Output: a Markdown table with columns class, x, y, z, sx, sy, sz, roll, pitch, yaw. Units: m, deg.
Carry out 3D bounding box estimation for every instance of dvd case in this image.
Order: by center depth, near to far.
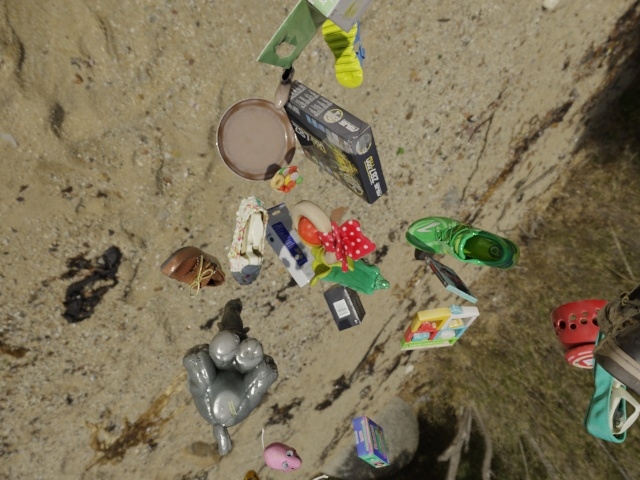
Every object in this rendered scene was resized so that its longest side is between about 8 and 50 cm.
| class | x | y | z | sx | sy | sz | roll | pitch | yaw |
| --- | --- | --- | --- | --- | --- | --- | --- | --- | --- |
| dvd case | 0.282 | 0.083 | 0.938 | 0.087 | 0.119 | 0.013 | 27 | 110 | -23 |

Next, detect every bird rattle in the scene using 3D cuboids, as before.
| class | x | y | z | sx | sy | sz | roll | pitch | yaw |
| --- | --- | --- | --- | --- | --- | --- | --- | --- | --- |
| bird rattle | 0.000 | 0.000 | 0.980 | 0.143 | 0.207 | 0.253 | -39 | 168 | -13 |

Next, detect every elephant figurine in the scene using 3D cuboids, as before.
| class | x | y | z | sx | sy | sz | roll | pitch | yaw |
| --- | --- | --- | --- | --- | --- | --- | --- | --- | --- |
| elephant figurine | -0.172 | 0.234 | 0.815 | 0.186 | 0.169 | 0.239 | -40 | -172 | -14 |

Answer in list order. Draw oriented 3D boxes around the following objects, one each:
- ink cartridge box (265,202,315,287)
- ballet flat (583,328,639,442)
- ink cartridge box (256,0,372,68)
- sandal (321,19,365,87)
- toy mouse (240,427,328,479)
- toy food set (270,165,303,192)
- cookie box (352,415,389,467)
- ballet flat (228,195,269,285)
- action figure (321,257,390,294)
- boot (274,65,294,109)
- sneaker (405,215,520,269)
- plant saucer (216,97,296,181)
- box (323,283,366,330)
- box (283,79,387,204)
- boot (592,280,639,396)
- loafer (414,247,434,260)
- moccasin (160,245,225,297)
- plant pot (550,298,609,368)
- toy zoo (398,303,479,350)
| class | x | y | z | sx | sy | sz | roll | pitch | yaw |
| --- | --- | --- | --- | --- | --- | --- | --- | --- | --- |
| ink cartridge box | -0.114 | 0.014 | 1.721 | 0.065 | 0.333 | 0.165 | -37 | 176 | 37 |
| ballet flat | 0.586 | 0.287 | 0.845 | 0.083 | 0.087 | 0.247 | -12 | 108 | -32 |
| ink cartridge box | 0.011 | -0.366 | 0.697 | 0.235 | 0.056 | 0.171 | -49 | 180 | 22 |
| sandal | 0.088 | -0.695 | 1.478 | 0.317 | 0.126 | 0.138 | 74 | 29 | -54 |
| toy mouse | -0.060 | 0.360 | 0.638 | 0.143 | 0.161 | 0.031 | -15 | 144 | 16 |
| toy food set | -0.085 | -0.154 | 1.085 | 0.082 | 0.020 | 0.083 | -43 | 146 | 5 |
| cookie box | 0.125 | 0.498 | 1.062 | 0.040 | 0.092 | 0.107 | -26 | 132 | 17 |
| ballet flat | -0.172 | 0.013 | 1.045 | 0.091 | 0.077 | 0.241 | -5 | 114 | -29 |
| action figure | 0.093 | 0.084 | 1.165 | 0.063 | 0.232 | 0.137 | 7 | 103 | -45 |
| boot | -0.105 | -0.442 | 1.224 | 0.087 | 0.042 | 0.118 | 164 | -57 | -84 |
| sneaker | 0.360 | -0.003 | 1.118 | 0.123 | 0.295 | 0.109 | 12 | 92 | -59 |
| plant saucer | -0.246 | -0.384 | 1.649 | 0.310 | 0.050 | 0.310 | -5 | 104 | -22 |
| box | 0.094 | 0.241 | 1.633 | 0.093 | 0.156 | 0.158 | -23 | 179 | 15 |
| box | 0.045 | -0.334 | 1.469 | 0.097 | 0.395 | 0.318 | -40 | 145 | -10 |
| boot | 0.562 | 0.068 | 0.652 | 0.377 | 0.138 | 0.284 | -6 | 128 | -49 |
| loafer | 0.440 | 0.005 | 1.645 | 0.220 | 0.078 | 0.080 | 121 | -23 | -52 |
| moccasin | -0.450 | 0.118 | 1.568 | 0.139 | 0.147 | 0.380 | -42 | 167 | -5 |
| plant pot | 0.855 | 0.302 | 1.371 | 0.191 | 0.191 | 0.174 | 96 | 0 | -55 |
| toy zoo | 0.376 | 0.276 | 1.371 | 0.192 | 0.030 | 0.293 | -4 | 145 | -8 |
